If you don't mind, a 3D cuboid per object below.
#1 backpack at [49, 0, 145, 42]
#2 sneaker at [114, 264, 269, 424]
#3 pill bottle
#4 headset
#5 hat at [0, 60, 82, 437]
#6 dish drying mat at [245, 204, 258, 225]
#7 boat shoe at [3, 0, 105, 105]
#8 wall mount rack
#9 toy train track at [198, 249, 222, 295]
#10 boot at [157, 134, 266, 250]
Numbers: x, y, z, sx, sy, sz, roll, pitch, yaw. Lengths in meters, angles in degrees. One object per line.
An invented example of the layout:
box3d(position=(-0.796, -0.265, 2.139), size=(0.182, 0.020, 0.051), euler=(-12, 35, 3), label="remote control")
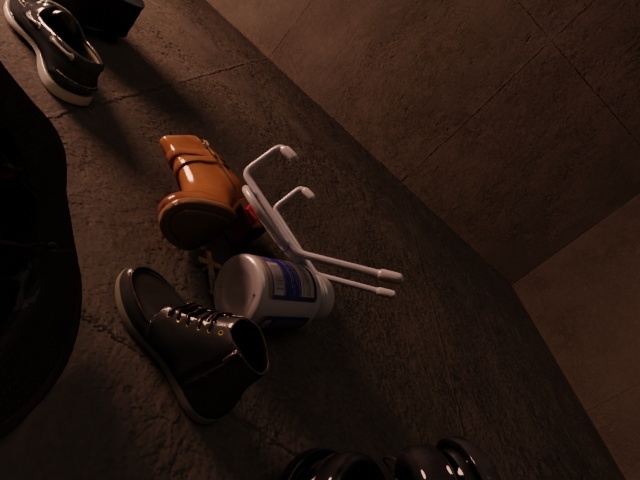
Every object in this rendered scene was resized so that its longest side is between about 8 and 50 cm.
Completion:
box3d(position=(-0.551, -0.609, 0.929), size=(0.253, 0.191, 0.225), euler=(43, 23, 6), label="backpack")
box3d(position=(-0.151, 0.095, 0.503), size=(0.222, 0.118, 0.083), euler=(50, 23, 11), label="sneaker")
box3d(position=(-0.065, 0.088, 0.671), size=(0.187, 0.112, 0.112), euler=(16, 37, -50), label="pill bottle")
box3d(position=(0.079, 0.313, 0.434), size=(0.394, 0.244, 0.185), euler=(36, 43, -66), label="headset")
box3d(position=(-0.317, -0.001, 0.312), size=(0.134, 0.331, 0.331), euler=(-4, 37, -5), label="hat")
box3d(position=(-0.118, -0.050, 0.738), size=(0.032, 0.008, 0.083), euler=(61, 7, -14), label="dish drying mat")
box3d(position=(-0.481, -0.378, 0.766), size=(0.302, 0.091, 0.114), euler=(52, 24, 15), label="boat shoe")
box3d(position=(0.000, 0.000, 0.744), size=(0.304, 0.130, 0.350), euler=(54, -1, 15), label="wall mount rack")
box3d(position=(-0.178, 0.053, 0.665), size=(0.048, 0.014, 0.083), euler=(30, 32, -48), label="toy train track")
box3d(position=(-0.213, -0.103, 0.717), size=(0.220, 0.109, 0.283), euler=(57, 19, 11), label="boot")
